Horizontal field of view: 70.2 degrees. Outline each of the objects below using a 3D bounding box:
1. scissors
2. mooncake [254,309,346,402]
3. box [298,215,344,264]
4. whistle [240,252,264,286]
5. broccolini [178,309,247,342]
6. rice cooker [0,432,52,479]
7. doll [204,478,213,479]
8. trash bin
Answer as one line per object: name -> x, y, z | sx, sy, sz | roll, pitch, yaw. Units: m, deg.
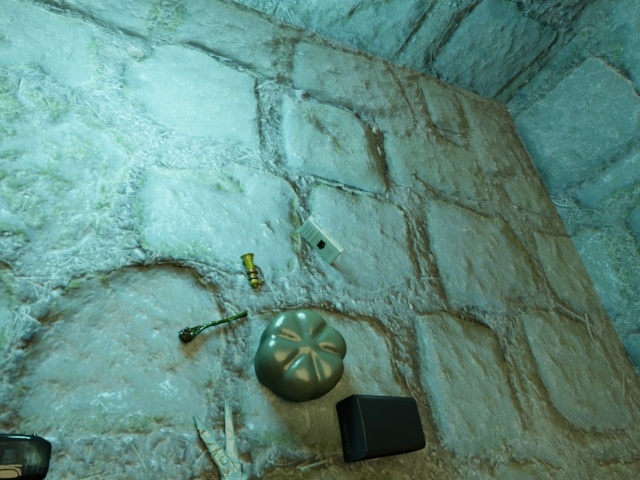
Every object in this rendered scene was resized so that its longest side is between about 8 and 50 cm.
scissors -> -0.204, 0.586, 1.111 | 0.256, 0.029, 0.383 | -10, 62, -32
mooncake -> -0.052, 0.328, 1.317 | 0.275, 0.135, 0.275 | 14, 51, -18
box -> 0.000, 0.000, 1.603 | 0.167, 0.090, 0.024 | 46, 47, 4
whistle -> -0.216, 0.098, 1.449 | 0.046, 0.057, 0.109 | -22, 76, 8
broccolini -> -0.303, 0.237, 1.298 | 0.218, 0.042, 0.044 | -17, 67, -45
rice cooker -> -0.627, 0.439, 0.899 | 0.165, 0.112, 0.106 | 16, 46, -22
doll -> -0.273, 0.642, 0.933 | 0.195, 0.153, 0.258 | 19, 64, -39
trash bin -> 0.177, 0.542, 1.325 | 0.225, 0.115, 0.165 | 10, 53, -30
